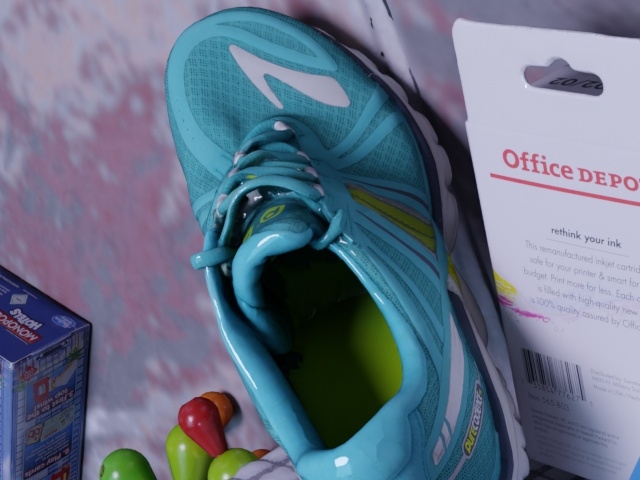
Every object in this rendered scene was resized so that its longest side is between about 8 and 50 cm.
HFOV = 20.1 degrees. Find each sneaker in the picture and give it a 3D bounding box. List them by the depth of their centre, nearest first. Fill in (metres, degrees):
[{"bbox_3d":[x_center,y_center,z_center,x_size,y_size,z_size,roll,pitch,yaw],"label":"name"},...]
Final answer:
[{"bbox_3d":[0.000,0.000,0.688,0.110,0.107,0.275,45,-164,-50],"label":"sneaker"}]

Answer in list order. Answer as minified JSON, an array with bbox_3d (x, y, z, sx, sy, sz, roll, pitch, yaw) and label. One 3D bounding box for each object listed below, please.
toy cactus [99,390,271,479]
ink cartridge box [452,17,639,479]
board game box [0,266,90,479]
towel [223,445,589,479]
[{"bbox_3d":[-0.058,0.184,0.971,0.180,0.112,0.219,45,135,6],"label":"toy cactus"},{"bbox_3d":[0.115,0.001,0.644,0.104,0.061,0.181,15,125,47],"label":"ink cartridge box"},{"bbox_3d":[-0.216,0.104,1.133,0.194,0.060,0.194,27,132,38],"label":"board game box"},{"bbox_3d":[0.026,0.184,0.692,0.235,0.283,0.121,15,125,47],"label":"towel"}]
